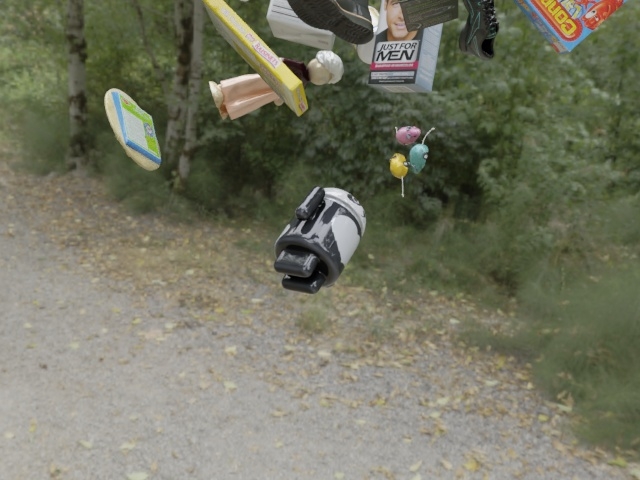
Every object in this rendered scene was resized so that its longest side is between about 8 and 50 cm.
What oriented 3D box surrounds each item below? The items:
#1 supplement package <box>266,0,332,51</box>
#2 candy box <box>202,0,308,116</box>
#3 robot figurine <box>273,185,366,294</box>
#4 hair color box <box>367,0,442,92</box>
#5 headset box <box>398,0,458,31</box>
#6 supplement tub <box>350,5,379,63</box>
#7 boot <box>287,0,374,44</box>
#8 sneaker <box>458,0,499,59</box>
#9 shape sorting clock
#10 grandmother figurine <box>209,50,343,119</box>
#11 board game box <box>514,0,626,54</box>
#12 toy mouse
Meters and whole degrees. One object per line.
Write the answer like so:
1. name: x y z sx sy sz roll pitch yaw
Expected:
1. supplement package: -0.042 -0.706 1.941 0.204 0.145 0.262 14 7 -1
2. candy box: -0.098 -0.282 0.944 0.206 0.027 0.105 48 -5 9
3. robot figurine: 0.001 -0.001 1.485 0.174 0.209 0.278 33 54 -1
4. hair color box: 0.285 -0.673 2.012 0.185 0.374 0.114 11 2 38
5. headset box: 0.215 -0.625 1.371 0.131 0.246 0.283 -13 3 13
6. supplement tub: 0.166 -0.737 2.212 0.144 0.144 0.199 -5 50 -28
7. boot: 0.018 -0.469 1.176 0.077 0.137 0.198 -17 -26 41
8. sneaker: 0.455 -0.625 1.725 0.101 0.267 0.106 -29 52 -16
9. shape sorting clock: -0.438 -0.258 1.461 0.040 0.206 0.206 -20 15 12
10. grandmother figurine: -0.106 -0.407 1.624 0.342 0.104 0.208 -18 -6 -1
11. board game box: 0.637 -0.690 1.569 0.308 0.302 0.086 46 11 -7
12. toy mouse: 0.190 -0.199 1.336 0.031 0.143 0.161 7 60 -29
